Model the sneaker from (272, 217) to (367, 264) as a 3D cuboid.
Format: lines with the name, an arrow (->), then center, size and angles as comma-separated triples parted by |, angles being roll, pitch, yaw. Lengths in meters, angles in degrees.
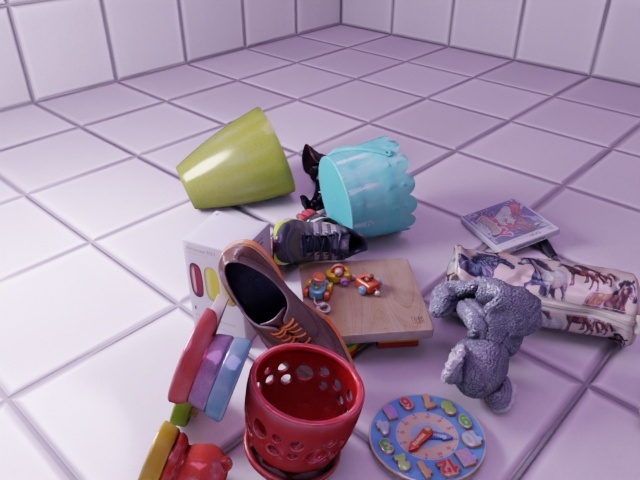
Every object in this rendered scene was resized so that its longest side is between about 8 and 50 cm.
sneaker -> 0.000, 0.000, 1.374 | 0.121, 0.110, 0.300 | 2, 6, 36

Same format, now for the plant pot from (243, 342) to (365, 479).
plant pot -> -0.038, 0.293, 0.986 | 0.191, 0.174, 0.191 | 11, 31, -7

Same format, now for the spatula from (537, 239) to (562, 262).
spatula -> 0.608, 0.048, 1.521 | 0.084, 0.030, 0.296 | -9, 33, -4

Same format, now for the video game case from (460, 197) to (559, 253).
video game case -> 0.519, -0.042, 1.635 | 0.184, 0.023, 0.201 | -19, 33, -11

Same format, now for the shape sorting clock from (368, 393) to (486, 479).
shape sorting clock -> 0.188, 0.345, 1.048 | 0.207, 0.040, 0.206 | 0, 33, 0

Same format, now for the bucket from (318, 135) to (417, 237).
bucket -> 0.119, -0.133, 1.596 | 0.183, 0.281, 0.281 | -16, 36, -14

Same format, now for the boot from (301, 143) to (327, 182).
boot -> 0.008, -0.251, 1.964 | 0.106, 0.082, 0.219 | 3, 35, -22

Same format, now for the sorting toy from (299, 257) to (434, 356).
sorting toy -> 0.090, 0.152, 1.304 | 0.256, 0.089, 0.257 | -3, 33, -5

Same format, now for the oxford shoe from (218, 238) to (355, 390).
oxford shoe -> -0.065, 0.163, 1.089 | 0.130, 0.363, 0.132 | -41, 9, 5

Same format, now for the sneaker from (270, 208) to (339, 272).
sneaker -> -0.042, 0.007, 1.521 | 0.135, 0.097, 0.276 | 14, 34, 25

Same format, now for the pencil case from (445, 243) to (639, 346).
pencil case -> 0.478, 0.118, 1.288 | 0.411, 0.159, 0.183 | 10, 25, 14

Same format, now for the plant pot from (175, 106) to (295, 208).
plant pot -> -0.264, -0.212, 1.751 | 0.294, 0.274, 0.274 | -25, 37, -8

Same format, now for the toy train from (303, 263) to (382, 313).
toy train -> 0.045, 0.091, 1.272 | 0.166, 0.046, 0.125 | -20, 37, -28

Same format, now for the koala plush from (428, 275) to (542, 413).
koala plush -> 0.312, 0.201, 1.134 | 0.196, 0.203, 0.221 | 36, 59, -19

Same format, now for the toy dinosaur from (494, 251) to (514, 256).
toy dinosaur -> 0.472, 0.055, 1.490 | 0.183, 0.053, 0.092 | 10, 33, 16

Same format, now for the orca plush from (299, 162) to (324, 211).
orca plush -> 0.031, -0.192, 1.777 | 0.151, 0.102, 0.287 | 46, 45, 6

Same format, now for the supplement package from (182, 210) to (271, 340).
supplement package -> -0.192, 0.081, 1.271 | 0.139, 0.243, 0.134 | 13, 35, 20

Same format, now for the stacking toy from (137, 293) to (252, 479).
stacking toy -> -0.174, 0.260, 0.991 | 0.131, 0.308, 0.279 | 21, 18, -2
